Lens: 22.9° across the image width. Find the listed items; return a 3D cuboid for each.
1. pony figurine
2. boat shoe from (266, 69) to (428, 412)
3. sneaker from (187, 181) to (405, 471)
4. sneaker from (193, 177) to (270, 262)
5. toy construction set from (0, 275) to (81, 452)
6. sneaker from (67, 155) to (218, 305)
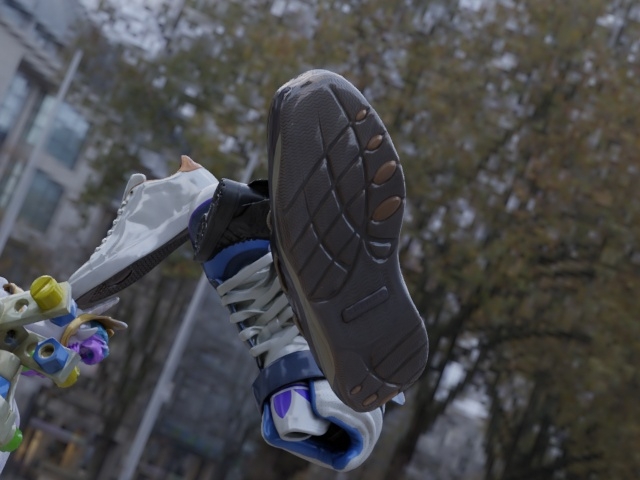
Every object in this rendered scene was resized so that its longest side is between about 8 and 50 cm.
[{"bbox_3d":[-0.504,0.153,2.268,0.363,0.351,0.303,22,-39,14],"label":"pony figurine"},{"bbox_3d":[0.000,0.000,1.464,0.130,0.132,0.355,35,-36,48],"label":"boat shoe"},{"bbox_3d":[-0.037,0.106,1.724,0.323,0.130,0.236,53,19,-22],"label":"sneaker"},{"bbox_3d":[-0.074,-0.018,1.640,0.089,0.051,0.170,11,-32,-12],"label":"sneaker"},{"bbox_3d":[-0.409,0.131,1.629,0.327,0.215,0.151,-1,-36,39],"label":"toy construction set"},{"bbox_3d":[-0.282,-0.018,2.366,0.123,0.290,0.106,49,-20,10],"label":"sneaker"}]
